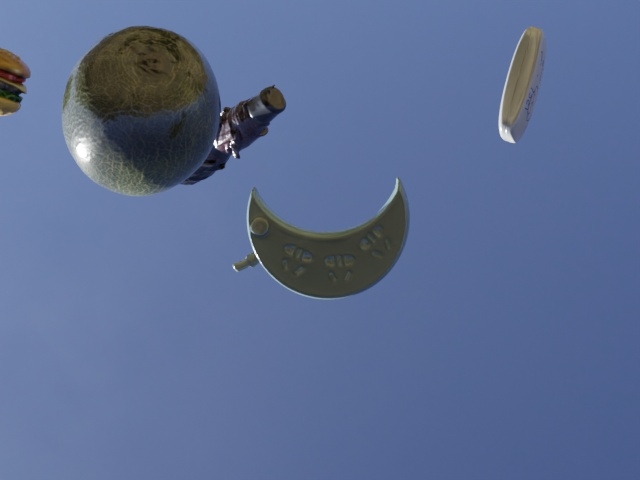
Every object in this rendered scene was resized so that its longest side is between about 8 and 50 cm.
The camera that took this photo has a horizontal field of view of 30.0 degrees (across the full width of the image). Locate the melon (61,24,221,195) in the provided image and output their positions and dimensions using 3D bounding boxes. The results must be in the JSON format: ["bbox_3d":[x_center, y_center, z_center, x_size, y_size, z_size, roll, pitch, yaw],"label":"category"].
[{"bbox_3d":[-0.274,-0.190,1.818,0.237,0.301,0.237,6,-116,-13],"label":"melon"}]

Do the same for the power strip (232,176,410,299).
[{"bbox_3d":[0.000,0.000,1.653,0.253,0.167,0.054,-6,-174,5],"label":"power strip"}]

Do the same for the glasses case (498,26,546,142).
[{"bbox_3d":[0.334,-0.257,1.970,0.049,0.076,0.197,12,-102,22],"label":"glasses case"}]

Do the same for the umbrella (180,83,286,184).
[{"bbox_3d":[-0.172,-0.194,2.221,0.326,0.090,0.094,-32,-170,42],"label":"umbrella"}]

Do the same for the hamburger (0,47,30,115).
[{"bbox_3d":[-0.570,-0.276,2.016,0.162,0.115,0.162,22,-178,-1],"label":"hamburger"}]
